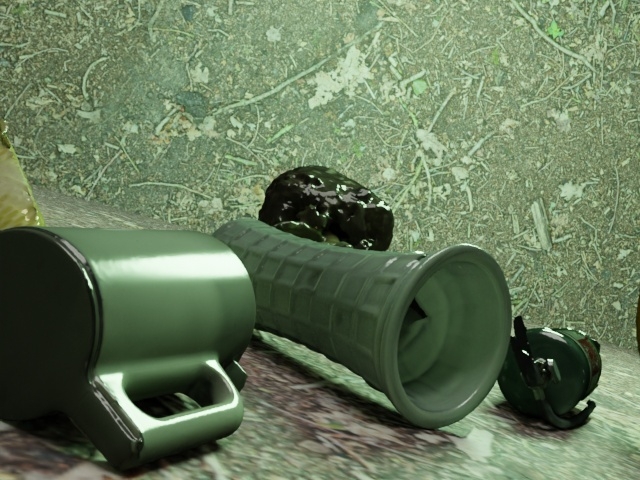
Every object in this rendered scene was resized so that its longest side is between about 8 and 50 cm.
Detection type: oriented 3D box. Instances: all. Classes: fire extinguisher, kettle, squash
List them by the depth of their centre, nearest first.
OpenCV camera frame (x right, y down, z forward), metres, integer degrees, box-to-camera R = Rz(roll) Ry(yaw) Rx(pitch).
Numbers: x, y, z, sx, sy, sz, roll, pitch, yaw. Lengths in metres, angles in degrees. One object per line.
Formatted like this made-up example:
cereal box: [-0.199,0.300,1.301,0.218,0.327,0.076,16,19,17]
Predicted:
kettle: [-0.105,0.051,0.403,0.098,0.126,0.148,-17,-8,18]
squash: [-0.261,-0.016,0.703,0.252,0.093,0.169,16,45,24]
fire extinguisher: [0.243,0.137,0.807,0.093,0.118,0.294,-21,-14,20]

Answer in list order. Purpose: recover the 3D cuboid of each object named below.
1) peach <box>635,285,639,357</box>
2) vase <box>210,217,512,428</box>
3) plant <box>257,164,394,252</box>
peach: [0.488,0.108,0.758,0.373,0.372,0.290,16,-31,-21]
vase: [0.009,0.051,0.685,0.143,0.143,0.299,15,-1,-40]
plant: [0.000,0.000,1.233,0.215,0.213,0.312,18,10,-6]
